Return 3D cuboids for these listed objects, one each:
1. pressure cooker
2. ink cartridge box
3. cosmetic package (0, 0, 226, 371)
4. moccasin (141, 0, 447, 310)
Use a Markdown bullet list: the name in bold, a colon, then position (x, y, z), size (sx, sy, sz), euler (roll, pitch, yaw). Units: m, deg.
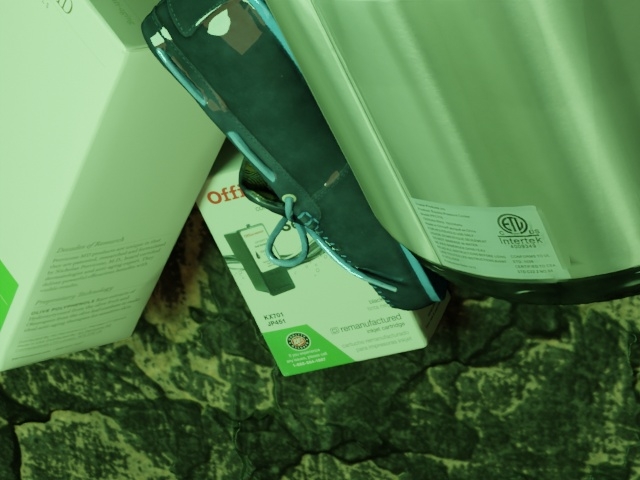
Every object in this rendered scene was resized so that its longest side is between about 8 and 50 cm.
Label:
- **pressure cooker**: position (0.136, -0.213, 1.080), size (0.369, 0.375, 0.420), euler (-24, 129, 7)
- **ink cartridge box**: position (0.000, 0.000, 1.495), size (0.153, 0.087, 0.208), euler (-14, 114, 28)
- **cosmetic package**: position (-0.206, -0.089, 1.440), size (0.197, 0.155, 0.366), euler (50, 133, 28)
- **moccasin**: position (-0.014, -0.075, 1.317), size (0.116, 0.138, 0.342), euler (-22, 121, 19)
